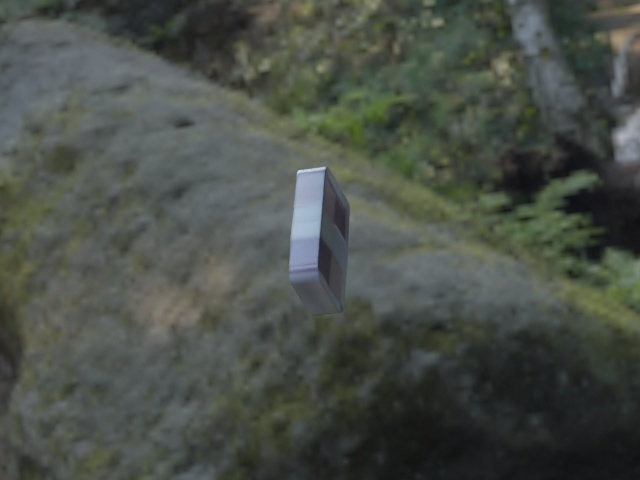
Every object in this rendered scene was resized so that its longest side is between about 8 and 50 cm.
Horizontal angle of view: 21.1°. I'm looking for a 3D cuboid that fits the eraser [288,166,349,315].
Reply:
[{"bbox_3d":[0.000,0.000,1.316,0.026,0.065,0.105,-6,55,16],"label":"eraser"}]
